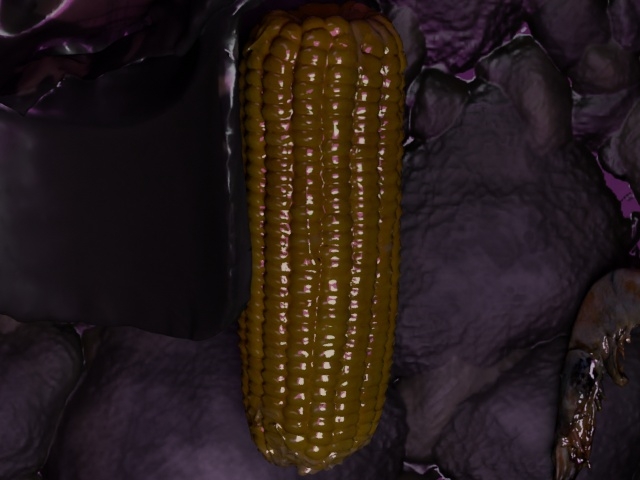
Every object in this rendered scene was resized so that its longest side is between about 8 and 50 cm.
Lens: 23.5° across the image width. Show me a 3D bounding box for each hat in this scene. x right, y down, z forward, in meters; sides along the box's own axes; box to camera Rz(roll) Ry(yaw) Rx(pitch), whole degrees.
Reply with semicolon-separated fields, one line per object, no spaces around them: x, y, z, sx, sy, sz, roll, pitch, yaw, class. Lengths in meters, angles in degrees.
-0.157;-0.127;1.106;0.366;0.257;0.382;7;141;19;hat

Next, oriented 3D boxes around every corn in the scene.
0.000;0.000;1.135;0.131;0.131;0.344;-1;104;-3;corn

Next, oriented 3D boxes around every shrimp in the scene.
0.234;0.123;1.169;0.035;0.148;0.195;2;108;-35;shrimp
